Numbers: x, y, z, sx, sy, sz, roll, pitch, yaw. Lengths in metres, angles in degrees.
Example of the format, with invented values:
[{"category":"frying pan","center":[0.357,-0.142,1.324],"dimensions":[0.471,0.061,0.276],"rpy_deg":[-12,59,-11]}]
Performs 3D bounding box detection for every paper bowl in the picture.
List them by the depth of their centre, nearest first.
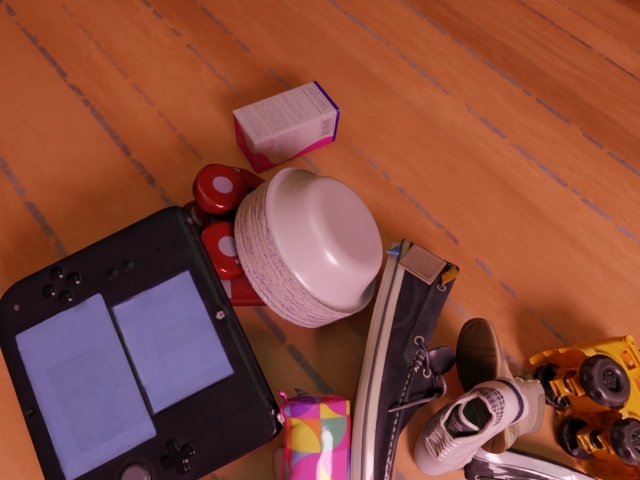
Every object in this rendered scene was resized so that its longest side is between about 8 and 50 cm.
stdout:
[{"category":"paper bowl","center":[0.000,0.000,0.738],"dimensions":[0.284,0.148,0.284],"rpy_deg":[31,44,-36]}]

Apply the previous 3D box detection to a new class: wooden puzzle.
[{"category":"wooden puzzle","center":[0.181,0.042,0.734],"dimensions":[0.116,0.014,0.079],"rpy_deg":[39,51,24]}]

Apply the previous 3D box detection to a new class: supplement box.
[{"category":"supplement box","center":[-0.079,-0.266,0.969],"dimensions":[0.220,0.111,0.114],"rpy_deg":[-28,69,-19]}]

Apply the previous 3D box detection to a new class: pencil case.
[{"category":"pencil case","center":[-0.011,0.323,0.557],"dimensions":[0.105,0.104,0.236],"rpy_deg":[0,77,-6]}]

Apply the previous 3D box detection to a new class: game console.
[{"category":"game console","center":[-0.284,0.182,0.620],"dimensions":[0.342,0.060,0.386],"rpy_deg":[-28,80,3]}]

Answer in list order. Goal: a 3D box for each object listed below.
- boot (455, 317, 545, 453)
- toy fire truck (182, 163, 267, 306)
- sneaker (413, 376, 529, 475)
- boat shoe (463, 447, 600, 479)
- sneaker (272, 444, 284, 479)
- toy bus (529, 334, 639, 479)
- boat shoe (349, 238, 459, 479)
[{"category":"boot","center":[0.321,0.241,0.726],"dimensions":[0.165,0.077,0.213],"rpy_deg":[6,73,-39]},{"category":"toy fire truck","center":[-0.137,-0.006,0.818],"dimensions":[0.254,0.169,0.302],"rpy_deg":[6,60,-30]},{"category":"sneaker","center":[0.210,0.297,0.648],"dimensions":[0.095,0.235,0.090],"rpy_deg":[3,39,-42]},{"category":"boat shoe","center":[0.351,0.401,0.691],"dimensions":[0.229,0.080,0.076],"rpy_deg":[15,78,-1]},{"category":"sneaker","center":[-0.034,0.436,0.618],"dimensions":[0.086,0.085,0.237],"rpy_deg":[-4,62,-33]},{"category":"toy bus","center":[0.524,0.278,0.732],"dimensions":[0.212,0.149,0.220],"rpy_deg":[-11,71,-19]},{"category":"boat shoe","center":[0.145,0.218,0.704],"dimensions":[0.156,0.186,0.499],"rpy_deg":[15,57,8]}]
